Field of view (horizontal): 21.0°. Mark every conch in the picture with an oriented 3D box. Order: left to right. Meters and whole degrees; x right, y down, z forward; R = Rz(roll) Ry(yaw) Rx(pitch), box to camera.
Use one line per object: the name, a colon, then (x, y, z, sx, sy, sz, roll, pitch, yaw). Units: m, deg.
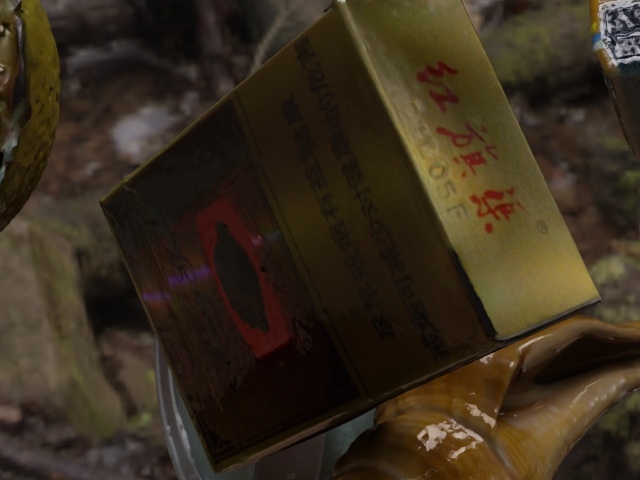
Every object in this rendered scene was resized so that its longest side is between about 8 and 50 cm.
conch: (0.094, 0.086, 0.874, 0.093, 0.109, 0.330, -2, 17, 40)

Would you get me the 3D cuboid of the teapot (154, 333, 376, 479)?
teapot: (0.049, 0.070, 1.432, 0.312, 0.315, 0.233, -6, 40, -27)

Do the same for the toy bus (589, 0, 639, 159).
toy bus: (0.378, -0.192, 1.364, 0.323, 0.162, 0.194, -9, 59, 17)

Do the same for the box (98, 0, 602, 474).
box: (0.000, 0.000, 0.767, 0.071, 0.159, 0.240, -22, -5, -36)

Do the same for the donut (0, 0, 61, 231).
donut: (-0.280, -0.090, 1.104, 0.272, 0.272, 0.107, 12, 2, 20)
